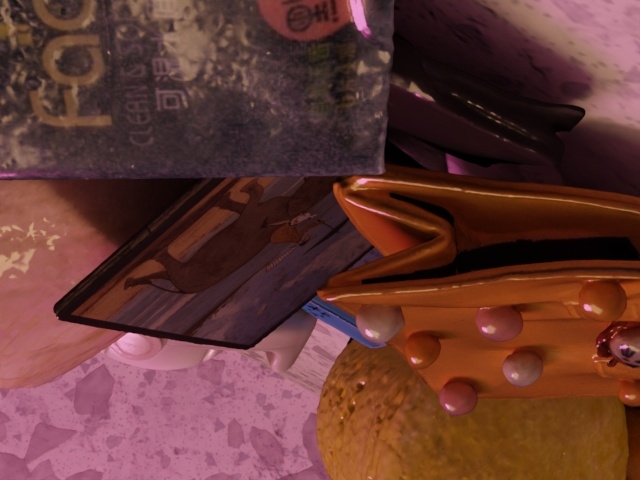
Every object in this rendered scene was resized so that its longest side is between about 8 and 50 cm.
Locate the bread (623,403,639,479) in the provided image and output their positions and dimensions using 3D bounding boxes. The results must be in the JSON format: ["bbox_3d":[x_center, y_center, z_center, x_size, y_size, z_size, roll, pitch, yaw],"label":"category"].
[{"bbox_3d":[0.437,0.324,1.608,0.268,0.146,0.268,31,167,8],"label":"bread"}]

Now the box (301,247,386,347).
[{"bbox_3d":[0.000,0.000,1.281,0.232,0.143,0.083,29,167,-5],"label":"box"}]

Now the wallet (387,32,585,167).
[{"bbox_3d":[-0.005,-0.139,0.846,0.377,0.051,0.197,22,179,-11],"label":"wallet"}]

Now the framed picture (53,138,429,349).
[{"bbox_3d":[-0.039,-0.001,1.007,0.016,0.265,0.347,54,-169,20],"label":"framed picture"}]

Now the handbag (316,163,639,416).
[{"bbox_3d":[0.183,0.060,1.039,0.283,0.133,0.401,-1,160,20],"label":"handbag"}]

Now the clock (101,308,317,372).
[{"bbox_3d":[-0.180,0.030,1.347,0.324,0.265,0.109,1,139,-26],"label":"clock"}]

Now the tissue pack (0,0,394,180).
[{"bbox_3d":[-0.115,-0.141,0.665,0.315,0.103,0.228,-1,133,-2],"label":"tissue pack"}]

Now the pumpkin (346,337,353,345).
[{"bbox_3d":[0.120,0.197,1.720,0.194,0.150,0.194,53,177,4],"label":"pumpkin"}]

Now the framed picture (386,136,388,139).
[{"bbox_3d":[-0.084,-0.169,1.097,0.293,0.018,0.231,20,165,31],"label":"framed picture"}]

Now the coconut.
[{"bbox_3d":[-0.258,-0.074,1.069,0.344,0.415,0.415,46,160,-24],"label":"coconut"}]

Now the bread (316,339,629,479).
[{"bbox_3d":[0.172,0.246,1.478,0.348,0.348,0.308,36,174,-30],"label":"bread"}]
